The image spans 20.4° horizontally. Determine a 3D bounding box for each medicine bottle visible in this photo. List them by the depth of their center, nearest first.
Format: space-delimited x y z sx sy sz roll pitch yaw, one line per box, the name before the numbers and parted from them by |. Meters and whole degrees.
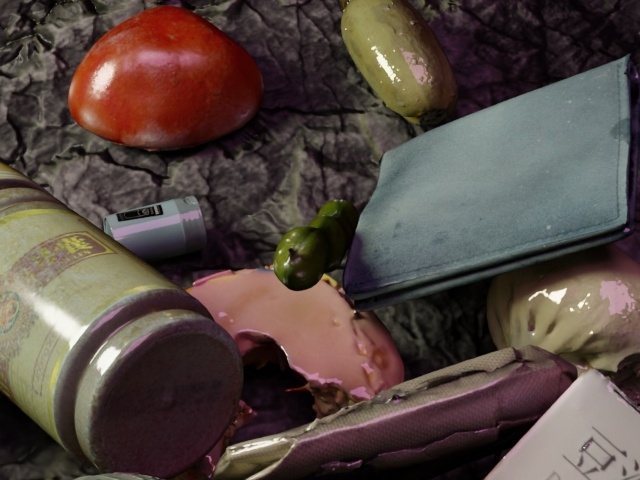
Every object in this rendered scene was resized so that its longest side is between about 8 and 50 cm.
medicine bottle | -0.208 0.060 1.416 0.151 0.151 0.322 -31 40 -26

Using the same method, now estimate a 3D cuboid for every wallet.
wallet | 0.059 0.164 1.362 0.335 0.275 0.068 -15 69 -9
wallet | 0.157 -0.052 1.540 0.251 0.054 0.290 -20 22 20

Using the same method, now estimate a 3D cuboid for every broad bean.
broad bean | 0.001 0.000 1.523 0.053 0.256 0.052 -17 97 10

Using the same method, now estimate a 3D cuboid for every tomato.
tomato | -0.150 -0.161 1.701 0.166 0.082 0.174 37 55 19

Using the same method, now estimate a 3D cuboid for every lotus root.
lotus root | 0.073 -0.190 1.744 0.077 0.090 0.183 -39 56 16

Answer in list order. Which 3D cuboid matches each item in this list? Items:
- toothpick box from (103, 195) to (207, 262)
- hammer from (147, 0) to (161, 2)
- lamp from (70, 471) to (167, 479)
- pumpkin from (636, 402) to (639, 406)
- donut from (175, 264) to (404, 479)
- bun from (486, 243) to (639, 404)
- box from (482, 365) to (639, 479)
toothpick box | -0.149 -0.007 1.602 0.083 0.052 0.052 -14 56 -15
hammer | -0.143 -0.262 1.814 0.083 0.031 0.052 8 56 -8
lamp | -0.154 0.278 1.250 0.265 0.233 0.233 -16 42 35
pumpkin | 0.301 0.230 1.403 0.233 0.163 0.233 0 57 0
donut | -0.052 0.116 1.498 0.233 0.085 0.199 -12 55 -14
bun | 0.225 0.081 1.493 0.128 0.178 0.193 -44 40 -12
box | 0.188 0.346 1.228 0.385 0.122 0.344 -47 67 -2
